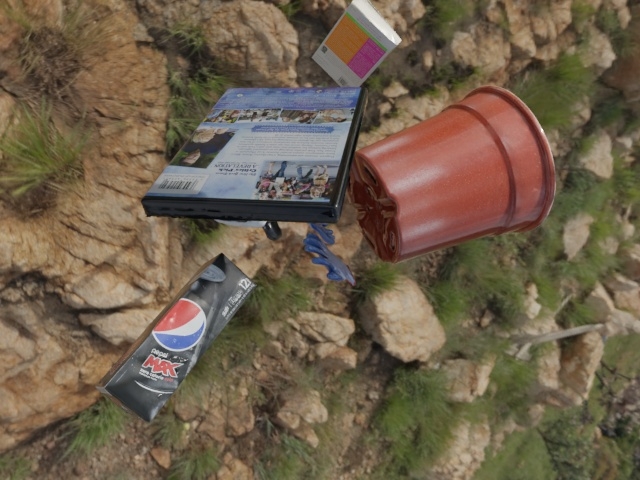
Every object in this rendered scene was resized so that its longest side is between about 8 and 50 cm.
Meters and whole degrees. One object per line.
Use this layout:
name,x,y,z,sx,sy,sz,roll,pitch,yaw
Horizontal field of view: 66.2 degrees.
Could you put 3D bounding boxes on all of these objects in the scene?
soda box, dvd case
soda box,-0.140,0.093,0.491,0.053,0.060,0.169,45,57,-14
dvd case,-0.051,-0.103,0.519,0.253,0.180,0.022,-75,164,-49

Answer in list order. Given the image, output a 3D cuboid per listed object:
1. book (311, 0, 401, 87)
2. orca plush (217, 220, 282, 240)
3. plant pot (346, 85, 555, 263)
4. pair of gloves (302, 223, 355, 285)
book,0.056,-0.317,0.816,0.096,0.144,0.035,44,58,-9
orca plush,-0.057,-0.085,0.667,0.102,0.151,0.287,-34,169,16
plant pot,0.201,-0.098,0.854,0.265,0.272,0.272,-20,116,-13
pair of gloves,0.000,0.000,0.921,0.023,0.198,0.159,-33,147,13
